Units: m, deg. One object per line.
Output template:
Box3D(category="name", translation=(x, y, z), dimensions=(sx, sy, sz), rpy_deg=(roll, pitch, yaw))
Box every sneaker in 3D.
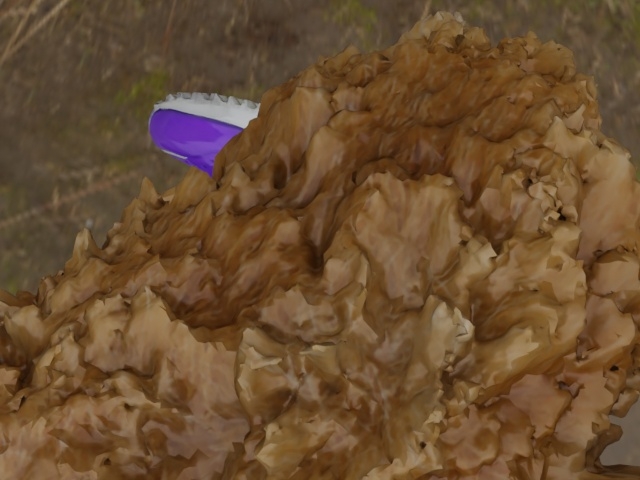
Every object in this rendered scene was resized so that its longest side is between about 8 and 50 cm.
Box3D(category="sneaker", translation=(0.000, 0.000, 1.168), dimensions=(0.293, 0.102, 0.146), rpy_deg=(22, 94, 13))

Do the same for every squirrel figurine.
Box3D(category="squirrel figurine", translation=(0.062, 0.111, 0.554), dimensions=(0.370, 0.281, 0.397), rpy_deg=(-31, 80, 29))
